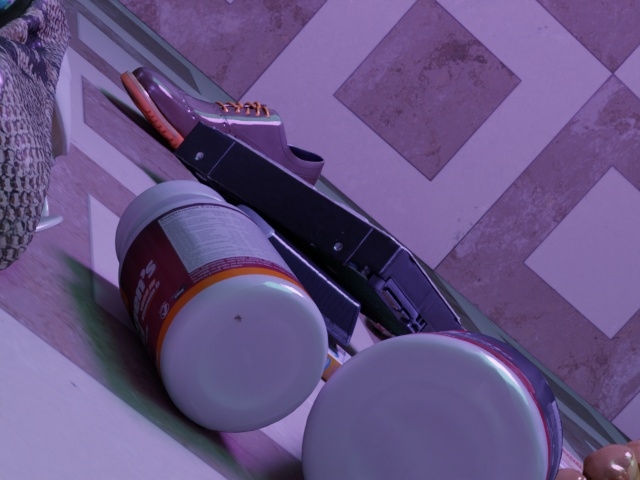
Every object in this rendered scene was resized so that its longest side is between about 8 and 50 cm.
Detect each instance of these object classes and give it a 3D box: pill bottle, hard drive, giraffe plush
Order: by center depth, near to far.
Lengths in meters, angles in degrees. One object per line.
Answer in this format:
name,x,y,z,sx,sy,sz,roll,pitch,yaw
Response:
pill bottle,-0.083,0.040,1.135,0.121,0.121,0.221,39,6,-30
pill bottle,0.102,0.159,1.209,0.176,0.176,0.318,43,6,11
giraffe plush,0.303,0.328,1.551,0.170,0.181,0.210,57,-22,30
hard drive,-0.041,0.031,1.674,0.172,0.054,0.255,40,-2,-14
hard drive,0.000,0.000,1.800,0.339,0.064,0.237,34,-9,35

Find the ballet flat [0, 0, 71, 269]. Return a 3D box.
ballet flat,-0.245,-0.096,1.084,0.182,0.164,0.483,63,3,-23

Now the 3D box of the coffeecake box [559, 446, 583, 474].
coffeecake box,0.287,0.299,1.925,0.142,0.068,0.185,44,7,8

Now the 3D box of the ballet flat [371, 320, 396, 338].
ballet flat,0.121,0.106,2.206,0.077,0.091,0.241,64,7,-8

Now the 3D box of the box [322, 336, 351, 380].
box,0.037,0.149,1.591,0.136,0.028,0.081,39,6,-1

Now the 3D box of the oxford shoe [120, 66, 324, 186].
oxford shoe,-0.139,-0.164,2.193,0.364,0.132,0.130,36,9,-42
